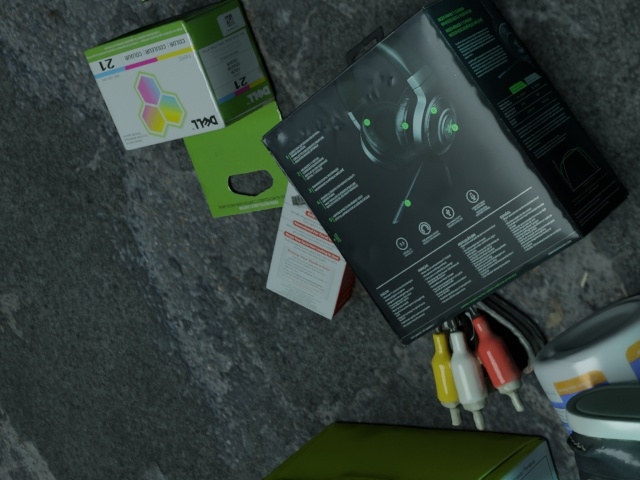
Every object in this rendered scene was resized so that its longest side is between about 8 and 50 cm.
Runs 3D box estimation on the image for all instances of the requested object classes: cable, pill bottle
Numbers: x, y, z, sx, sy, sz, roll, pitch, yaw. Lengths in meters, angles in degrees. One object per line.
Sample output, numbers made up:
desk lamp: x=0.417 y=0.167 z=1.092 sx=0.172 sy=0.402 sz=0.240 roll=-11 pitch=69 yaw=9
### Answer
cable: x=0.144 y=0.066 z=1.560 sx=0.139 sy=0.072 sz=0.287 roll=-21 pitch=99 yaw=42
pill bottle: x=0.337 y=0.201 z=1.405 sx=0.152 sy=0.152 sz=0.272 roll=-25 pitch=96 yaw=47

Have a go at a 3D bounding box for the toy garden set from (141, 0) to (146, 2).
toy garden set: x=-0.189 y=-0.398 z=1.600 sx=0.244 sy=0.049 sz=0.203 roll=-22 pitch=98 yaw=47

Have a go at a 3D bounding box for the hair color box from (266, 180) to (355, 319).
hair color box: x=0.000 y=0.000 z=1.656 sx=0.093 sy=0.053 sz=0.167 roll=26 pitch=131 yaw=15

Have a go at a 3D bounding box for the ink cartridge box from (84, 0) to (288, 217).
ink cartridge box: x=-0.142 y=-0.136 z=1.682 sx=0.189 sy=0.097 sz=0.255 roll=-8 pitch=108 yaw=44

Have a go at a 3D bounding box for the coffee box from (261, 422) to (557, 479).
coffee box: x=0.080 y=0.437 z=1.645 sx=0.338 sy=0.338 sz=0.334 roll=-3 pitch=111 yaw=43

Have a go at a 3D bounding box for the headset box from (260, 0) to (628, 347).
headset box: x=0.114 y=-0.081 z=1.425 sx=0.246 sy=0.131 sz=0.283 roll=-37 pitch=88 yaw=37

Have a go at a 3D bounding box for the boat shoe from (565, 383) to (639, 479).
boat shoe: x=0.360 y=0.187 z=1.240 sx=0.303 sy=0.114 sz=0.091 roll=4 pitch=113 yaw=40
